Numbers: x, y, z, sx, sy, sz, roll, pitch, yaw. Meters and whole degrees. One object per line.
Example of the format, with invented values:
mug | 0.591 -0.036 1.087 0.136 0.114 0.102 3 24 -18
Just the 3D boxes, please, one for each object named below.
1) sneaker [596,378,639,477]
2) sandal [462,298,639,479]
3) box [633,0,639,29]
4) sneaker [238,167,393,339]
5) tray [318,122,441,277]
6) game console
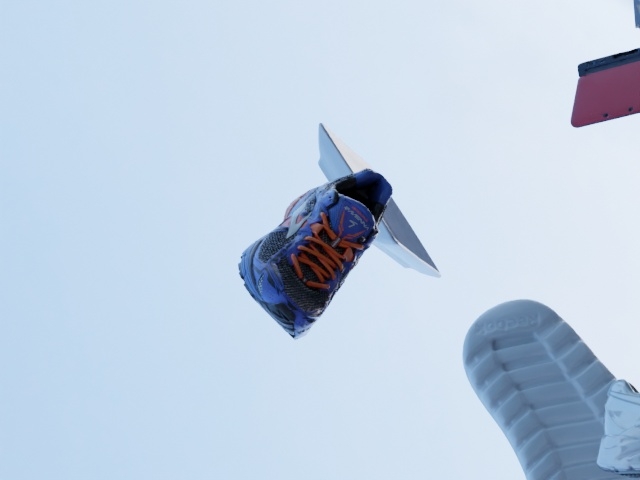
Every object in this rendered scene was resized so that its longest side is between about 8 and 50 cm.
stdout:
sneaker | 0.362 0.154 1.635 0.090 0.232 0.115 27 -119 -65
sandal | 0.285 0.240 1.852 0.102 0.169 0.416 60 -174 -60
box | 0.455 -0.356 1.652 0.097 0.395 0.318 -17 -74 -38
sneaker | 0.000 0.000 1.480 0.083 0.087 0.221 44 -148 -12
tray | 0.056 -0.031 1.854 0.145 0.030 0.270 57 -173 15
game console | 0.385 -0.186 2.152 0.124 0.144 0.085 -1 -98 -50
